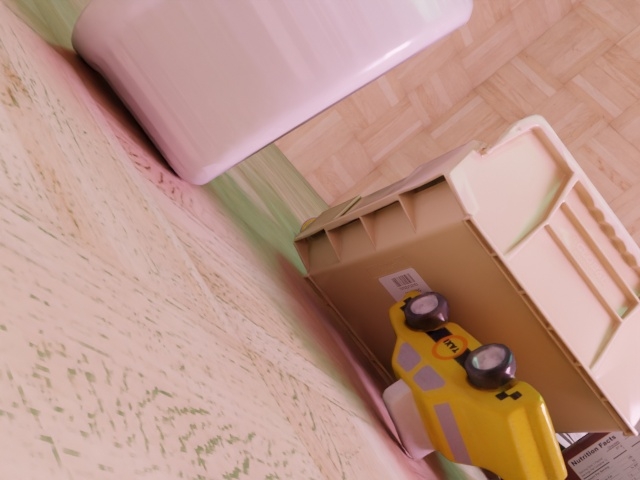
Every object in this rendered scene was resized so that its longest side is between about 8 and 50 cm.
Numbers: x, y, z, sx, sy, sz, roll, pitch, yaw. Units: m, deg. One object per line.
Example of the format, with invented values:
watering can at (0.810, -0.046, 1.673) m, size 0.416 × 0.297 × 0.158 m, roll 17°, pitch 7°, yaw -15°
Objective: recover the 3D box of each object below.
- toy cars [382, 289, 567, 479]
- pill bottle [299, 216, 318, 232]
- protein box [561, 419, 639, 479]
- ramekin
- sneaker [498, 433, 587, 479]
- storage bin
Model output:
toy cars at (0.147, 0.201, 0.608) m, size 0.393 × 0.087 × 0.176 m, roll 57°, pitch -11°, yaw 20°
pill bottle at (0.000, 0.000, 1.135) m, size 0.043 × 0.043 × 0.083 m, roll 50°, pitch 4°, yaw -22°
protein box at (0.286, 0.275, 0.732) m, size 0.201 × 0.136 × 0.200 m, roll 53°, pitch -17°, yaw 31°
ramekin at (-0.026, -0.156, 0.621) m, size 0.135 × 0.277 × 0.277 m, roll 59°, pitch 3°, yaw -6°
sneaker at (0.360, 0.381, 1.168) m, size 0.447 × 0.169 × 0.257 m, roll 49°, pitch 20°, yaw -3°
storage bin at (0.139, 0.046, 0.765) m, size 0.260 × 0.123 × 0.262 m, roll 52°, pitch -31°, yaw -9°
